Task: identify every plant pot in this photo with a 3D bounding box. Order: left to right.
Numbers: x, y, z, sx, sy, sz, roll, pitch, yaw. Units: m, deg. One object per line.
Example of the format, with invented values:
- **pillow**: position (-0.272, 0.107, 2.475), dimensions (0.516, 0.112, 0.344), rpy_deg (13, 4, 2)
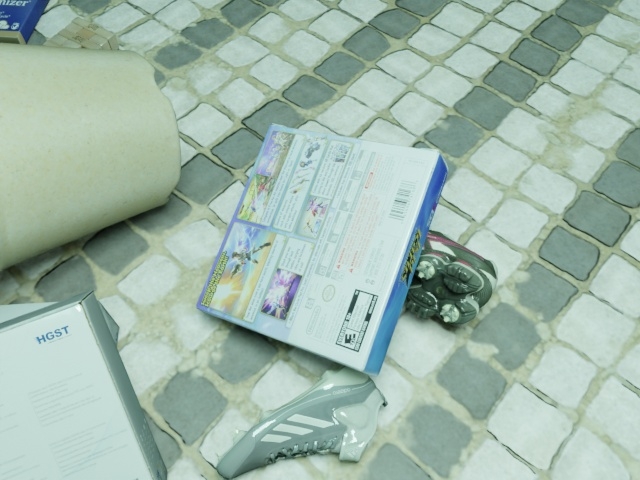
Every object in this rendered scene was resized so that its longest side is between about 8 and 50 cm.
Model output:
- **plant pot**: position (-0.363, -0.119, 0.763), dimensions (0.306, 0.333, 0.334), rpy_deg (-19, 57, -36)

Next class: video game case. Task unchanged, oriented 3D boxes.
- **video game case**: position (0.000, 0.000, 0.744), dimensions (0.245, 0.061, 0.269), rpy_deg (15, 79, 28)

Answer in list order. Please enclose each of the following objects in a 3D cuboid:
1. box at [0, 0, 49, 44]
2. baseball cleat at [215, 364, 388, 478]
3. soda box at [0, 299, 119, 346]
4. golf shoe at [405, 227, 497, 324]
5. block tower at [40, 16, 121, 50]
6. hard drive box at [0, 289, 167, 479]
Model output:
- **box**: position (-0.604, -0.458, 1.151), dimensions (0.137, 0.036, 0.225), rpy_deg (4, 56, 3)
- **baseball cleat**: position (-0.014, 0.225, 0.680), dimensions (0.206, 0.072, 0.109), rpy_deg (-34, 67, -16)
- **soda box**: position (-0.405, 0.141, 0.728), dimensions (0.287, 0.091, 0.098), rpy_deg (-3, 58, -1)
- **golf shoe**: position (0.105, 0.022, 0.809), dimensions (0.273, 0.105, 0.120), rpy_deg (27, 30, 26)
- **block tower**: position (-0.462, -0.218, 0.961), dimensions (0.097, 0.091, 0.335), rpy_deg (28, 63, 18)
- **hard drive box**: position (-0.287, 0.194, 0.621), dimensions (0.181, 0.089, 0.232), rpy_deg (-20, 97, -10)
